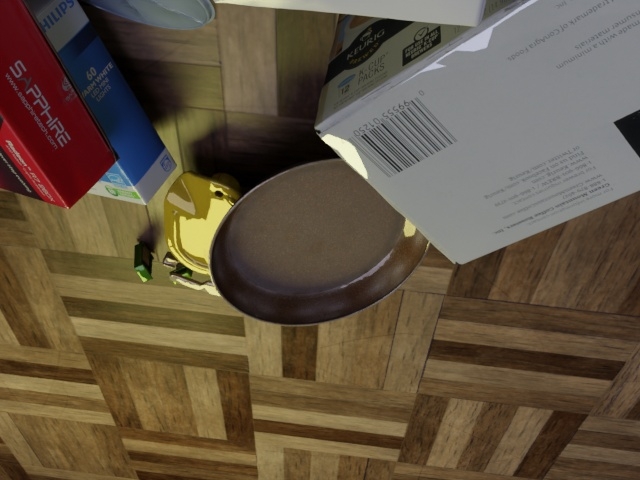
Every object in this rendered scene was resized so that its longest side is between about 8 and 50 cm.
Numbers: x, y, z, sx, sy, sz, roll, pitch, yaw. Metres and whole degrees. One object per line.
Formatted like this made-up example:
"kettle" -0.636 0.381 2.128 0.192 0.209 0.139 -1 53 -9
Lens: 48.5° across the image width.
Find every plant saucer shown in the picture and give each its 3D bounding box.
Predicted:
"plant saucer" 0.000 0.000 0.967 0.310 0.050 0.311 -10 135 -10

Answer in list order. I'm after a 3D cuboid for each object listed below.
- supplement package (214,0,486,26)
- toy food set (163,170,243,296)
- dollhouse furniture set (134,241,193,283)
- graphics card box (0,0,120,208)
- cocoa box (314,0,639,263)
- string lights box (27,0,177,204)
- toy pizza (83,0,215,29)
"supplement package" 0.033 -0.304 0.469 0.175 0.293 0.178 6 140 3
"toy food set" -0.151 -0.020 1.010 0.128 0.071 0.218 13 133 1
"dollhouse furniture set" -0.212 0.013 1.104 0.151 0.059 0.076 -22 127 5
"graphics card box" -0.420 -0.176 0.766 0.370 0.094 0.233 17 147 28
"cocoa box" 0.204 -0.178 0.637 0.347 0.228 0.231 -27 128 35
"string lights box" -0.291 -0.165 0.836 0.133 0.077 0.260 11 145 31
"toy pizza" -0.199 -0.265 0.701 0.201 0.032 0.201 16 177 1
